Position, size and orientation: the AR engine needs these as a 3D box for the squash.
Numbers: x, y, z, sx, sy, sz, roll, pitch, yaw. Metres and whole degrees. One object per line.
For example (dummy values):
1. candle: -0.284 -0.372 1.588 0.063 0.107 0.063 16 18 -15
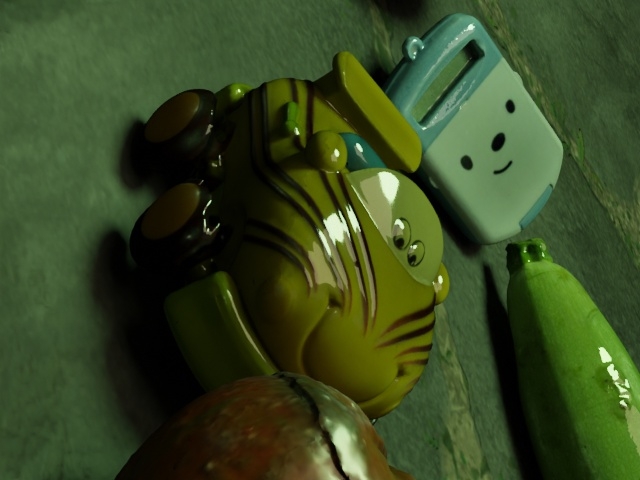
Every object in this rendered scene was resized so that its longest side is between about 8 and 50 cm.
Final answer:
1. squash: 0.233 0.169 1.299 0.118 0.118 0.370 -6 76 -63

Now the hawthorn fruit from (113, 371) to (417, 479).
1. hawthorn fruit: -0.030 0.155 0.768 0.173 0.173 0.173 41 38 -44

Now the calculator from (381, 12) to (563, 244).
1. calculator: 0.123 -0.089 1.294 0.121 0.039 0.210 -51 126 -16

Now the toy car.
1. toy car: 0.000 0.000 0.936 0.200 0.142 0.248 47 26 -37
